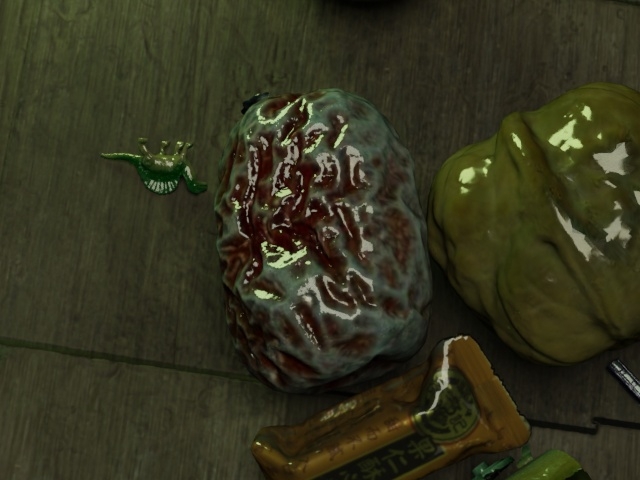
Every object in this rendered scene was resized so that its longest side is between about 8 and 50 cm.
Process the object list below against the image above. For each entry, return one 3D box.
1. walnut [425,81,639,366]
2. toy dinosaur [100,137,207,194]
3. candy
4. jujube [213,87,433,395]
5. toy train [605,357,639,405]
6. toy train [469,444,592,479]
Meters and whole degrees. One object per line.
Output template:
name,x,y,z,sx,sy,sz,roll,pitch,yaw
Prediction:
walnut,0.264,-0.012,1.739,0.253,0.282,0.277,-4,60,-46
toy dinosaur,-0.182,-0.081,1.848,0.120,0.029,0.060,3,89,-1
candy,0.066,0.195,1.694,0.271,0.101,0.143,-24,112,10
jujube,0.000,0.000,1.738,0.226,0.226,0.317,-8,71,-6
toy train,0.341,0.161,1.810,0.017,0.017,0.083,-40,80,-13
toy train,0.134,0.300,1.662,0.307,0.189,0.126,-30,70,-16
